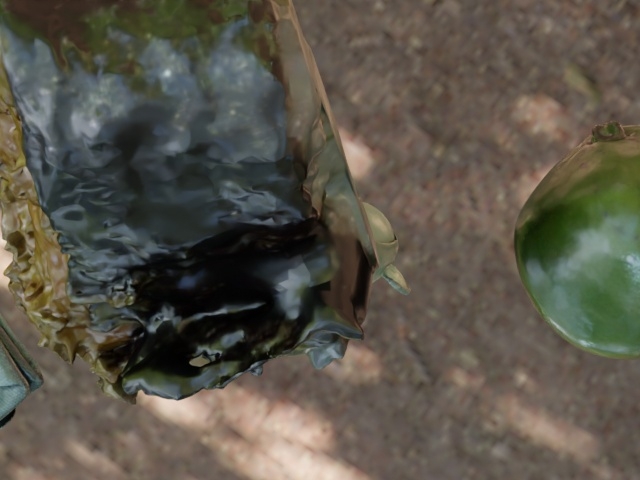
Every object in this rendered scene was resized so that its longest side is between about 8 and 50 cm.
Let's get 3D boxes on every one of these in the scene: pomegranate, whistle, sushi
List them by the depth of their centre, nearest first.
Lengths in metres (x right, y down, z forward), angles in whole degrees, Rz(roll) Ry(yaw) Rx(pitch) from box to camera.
[{"bbox_3d":[-0.082,-0.024,1.028,0.208,0.234,0.348,-14,155,-3],"label":"sushi"},{"bbox_3d":[0.211,0.013,1.108,0.191,0.152,0.131,32,126,16],"label":"pomegranate"},{"bbox_3d":[0.000,0.000,1.446,0.114,0.077,0.236,48,-169,16],"label":"whistle"}]

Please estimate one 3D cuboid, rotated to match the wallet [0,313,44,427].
[{"bbox_3d":[-0.413,0.131,1.533,0.342,0.075,0.237,-40,77,14],"label":"wallet"}]
